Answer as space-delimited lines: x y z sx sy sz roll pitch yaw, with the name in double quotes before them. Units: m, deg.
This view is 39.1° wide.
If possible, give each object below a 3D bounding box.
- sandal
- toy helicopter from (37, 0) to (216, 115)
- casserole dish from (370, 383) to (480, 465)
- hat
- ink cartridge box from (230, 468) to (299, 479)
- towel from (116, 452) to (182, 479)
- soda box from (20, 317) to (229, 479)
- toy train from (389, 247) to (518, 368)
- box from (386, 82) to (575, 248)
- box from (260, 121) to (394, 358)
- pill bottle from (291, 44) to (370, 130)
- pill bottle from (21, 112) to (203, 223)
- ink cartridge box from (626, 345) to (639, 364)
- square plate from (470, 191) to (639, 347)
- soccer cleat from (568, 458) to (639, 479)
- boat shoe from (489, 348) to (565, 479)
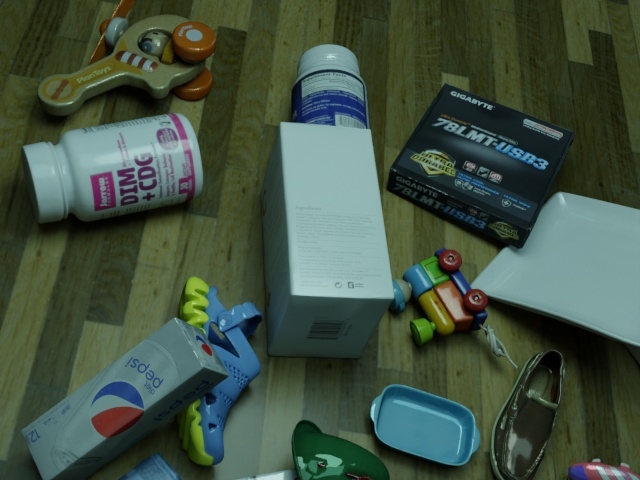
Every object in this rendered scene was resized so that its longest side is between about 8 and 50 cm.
"sandal" -0.158 0.201 1.430 0.138 0.126 0.317 7 57 -15
"toy helicopter" -0.387 -0.346 1.729 0.355 0.140 0.235 -32 67 -27
"casserole dish" 0.169 0.310 1.489 0.188 0.037 0.114 18 54 -3
"hat" 0.085 0.332 1.328 0.208 0.183 0.173 63 17 -8
"ink cartridge box" -0.109 0.430 1.300 0.219 0.092 0.160 -7 59 -18
"towel" -0.269 0.373 1.337 0.119 0.029 0.067 -34 70 -31
"soda box" -0.281 0.235 1.299 0.286 0.098 0.091 -36 67 4
"toy train" 0.223 0.146 1.581 0.143 0.105 0.248 -22 65 -15
"box" 0.323 -0.159 1.803 0.295 0.073 0.293 25 56 13
"box" 0.000 0.000 1.545 0.168 0.215 0.345 3 57 -13
"pill bottle" 0.019 -0.245 1.753 0.153 0.153 0.265 6 55 -11
"pill bottle" -0.361 -0.122 1.566 0.283 0.160 0.160 -14 61 -22
"ink cartridge box" 0.706 0.208 1.647 0.207 0.117 0.283 -17 63 -23
"square plate" 0.512 0.050 1.667 0.347 0.049 0.344 19 46 38
"soccer cleat" 0.521 0.436 1.472 0.248 0.083 0.095 23 59 -2
"boat shoe" 0.353 0.289 1.514 0.095 0.095 0.257 23 54 1
